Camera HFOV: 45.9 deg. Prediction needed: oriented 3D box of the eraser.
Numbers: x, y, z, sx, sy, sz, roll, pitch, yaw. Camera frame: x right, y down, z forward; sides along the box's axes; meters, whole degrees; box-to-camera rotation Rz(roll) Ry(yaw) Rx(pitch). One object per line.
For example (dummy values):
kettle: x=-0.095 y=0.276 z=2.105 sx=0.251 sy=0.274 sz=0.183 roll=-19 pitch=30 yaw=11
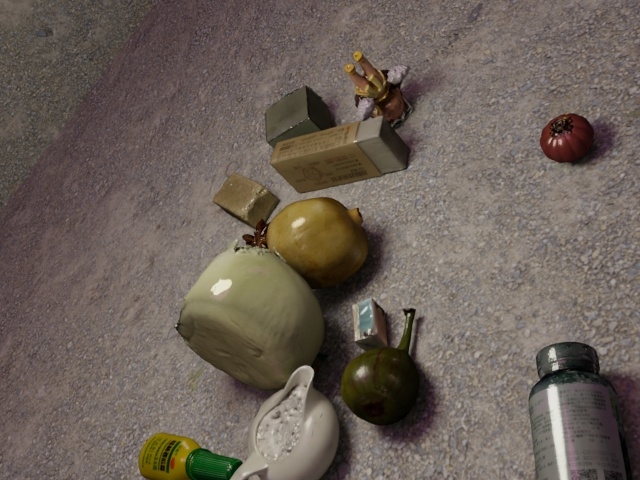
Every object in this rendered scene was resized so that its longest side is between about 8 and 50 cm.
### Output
eraser: x=0.044 y=-0.215 z=1.919 sx=0.343 sy=0.144 sz=0.078 roll=-9 pitch=52 yaw=36

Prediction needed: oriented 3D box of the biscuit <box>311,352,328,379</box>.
biscuit: x=-0.021 y=0.286 z=1.682 sx=0.046 sy=0.016 sz=0.089 roll=15 pitch=70 yaw=46

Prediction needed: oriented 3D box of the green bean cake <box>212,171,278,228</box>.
green bean cake: x=-0.209 y=-0.112 z=2.104 sx=0.109 sy=0.085 sz=0.179 roll=-53 pitch=40 yaw=-7

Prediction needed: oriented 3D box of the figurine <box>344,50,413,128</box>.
figurine: x=0.142 y=-0.374 z=1.888 sx=0.175 sy=0.240 sz=0.116 roll=-49 pitch=60 yaw=2

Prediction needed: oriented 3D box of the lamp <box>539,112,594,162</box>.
lamp: x=0.504 y=-0.210 z=1.550 sx=0.107 sy=0.092 sz=0.107 roll=-23 pitch=45 yaw=25

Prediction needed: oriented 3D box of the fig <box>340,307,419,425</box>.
fig: x=0.134 y=0.249 z=1.511 sx=0.151 sy=0.151 sz=0.259 roll=-17 pitch=25 yaw=31

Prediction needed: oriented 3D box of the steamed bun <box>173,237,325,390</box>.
steamed bun: x=-0.135 y=0.162 z=1.646 sx=0.233 sy=0.312 sz=0.334 roll=-59 pitch=8 yaw=-30

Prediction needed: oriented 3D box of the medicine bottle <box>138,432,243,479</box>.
medicine bottle: x=-0.291 y=0.502 z=1.707 sx=0.309 sy=0.076 sz=0.111 roll=-3 pitch=59 yaw=38

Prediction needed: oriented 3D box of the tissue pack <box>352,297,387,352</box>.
tissue pack: x=0.105 y=0.183 z=1.609 sx=0.058 sy=0.074 sz=0.094 roll=-21 pitch=50 yaw=24

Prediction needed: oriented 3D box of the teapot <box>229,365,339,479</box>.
teapot: x=-0.072 y=0.411 z=1.527 sx=0.208 sy=0.166 sz=0.300 roll=27 pitch=74 yaw=35

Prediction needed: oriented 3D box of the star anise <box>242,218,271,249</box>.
star anise: x=-0.153 y=0.009 z=1.981 sx=0.168 sy=0.057 sz=0.168 roll=-24 pitch=45 yaw=26

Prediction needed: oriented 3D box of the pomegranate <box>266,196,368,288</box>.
pomegranate: x=-0.005 y=0.005 z=1.738 sx=0.233 sy=0.233 sz=0.233 roll=-23 pitch=47 yaw=27

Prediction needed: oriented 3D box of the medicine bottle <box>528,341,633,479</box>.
medicine bottle: x=0.406 y=0.310 z=1.194 sx=0.141 sy=0.141 sz=0.293 roll=-19 pitch=49 yaw=29

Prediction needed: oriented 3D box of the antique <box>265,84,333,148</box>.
antique: x=-0.051 y=-0.311 z=2.070 sx=0.152 sy=0.148 sz=0.147 roll=-27 pitch=44 yaw=24
